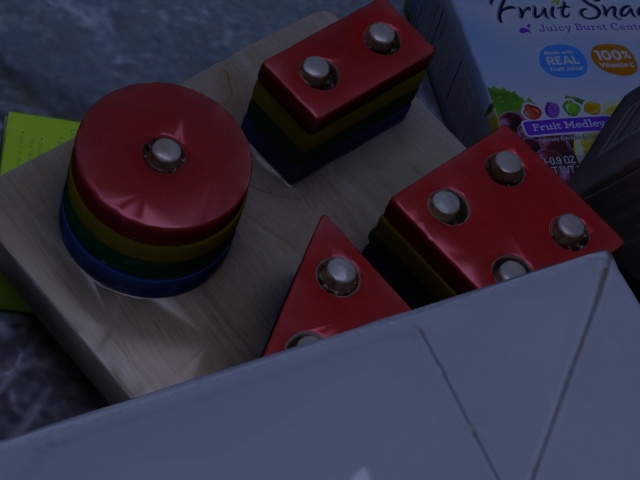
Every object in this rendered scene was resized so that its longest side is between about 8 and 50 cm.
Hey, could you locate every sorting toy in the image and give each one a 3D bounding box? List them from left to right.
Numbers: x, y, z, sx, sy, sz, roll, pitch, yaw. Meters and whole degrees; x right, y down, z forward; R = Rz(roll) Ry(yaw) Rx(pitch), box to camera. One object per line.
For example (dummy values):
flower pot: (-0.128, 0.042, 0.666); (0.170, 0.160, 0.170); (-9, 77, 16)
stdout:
sorting toy: (0.000, 0.000, 0.820); (0.255, 0.089, 0.257); (-32, 71, -31)

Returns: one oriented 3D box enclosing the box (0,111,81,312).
box: (-0.089, -0.007, 0.882); (0.178, 0.042, 0.109); (8, 52, -12)

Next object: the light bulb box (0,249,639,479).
light bulb box: (0.036, 0.265, 0.489); (0.225, 0.361, 0.358); (-16, 58, -17)

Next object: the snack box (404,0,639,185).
snack box: (0.164, -0.098, 1.011); (0.174, 0.070, 0.207); (-4, 53, -19)

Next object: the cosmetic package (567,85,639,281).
cosmetic package: (0.262, 0.005, 0.876); (0.238, 0.127, 0.107); (38, 69, -4)
